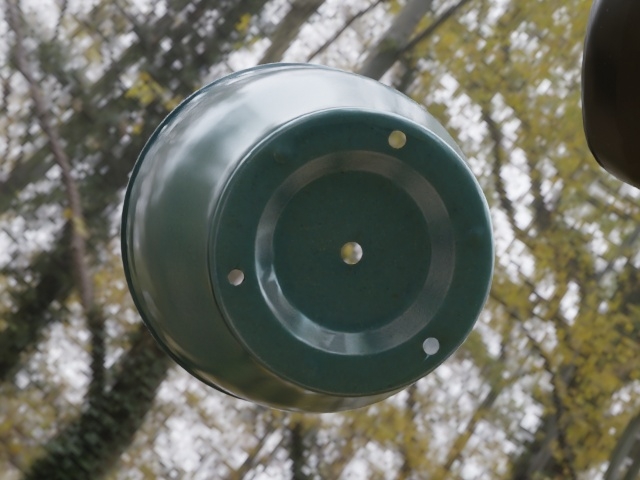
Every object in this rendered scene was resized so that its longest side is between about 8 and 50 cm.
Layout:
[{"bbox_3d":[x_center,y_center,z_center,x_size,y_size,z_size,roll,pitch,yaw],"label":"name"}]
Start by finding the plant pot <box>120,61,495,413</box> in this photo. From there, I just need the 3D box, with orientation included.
[{"bbox_3d":[0.000,0.000,0.995,0.271,0.271,0.255,46,-6,-8],"label":"plant pot"}]

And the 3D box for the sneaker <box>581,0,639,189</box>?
[{"bbox_3d":[0.186,-0.059,0.432,0.106,0.267,0.101,14,-64,39],"label":"sneaker"}]
